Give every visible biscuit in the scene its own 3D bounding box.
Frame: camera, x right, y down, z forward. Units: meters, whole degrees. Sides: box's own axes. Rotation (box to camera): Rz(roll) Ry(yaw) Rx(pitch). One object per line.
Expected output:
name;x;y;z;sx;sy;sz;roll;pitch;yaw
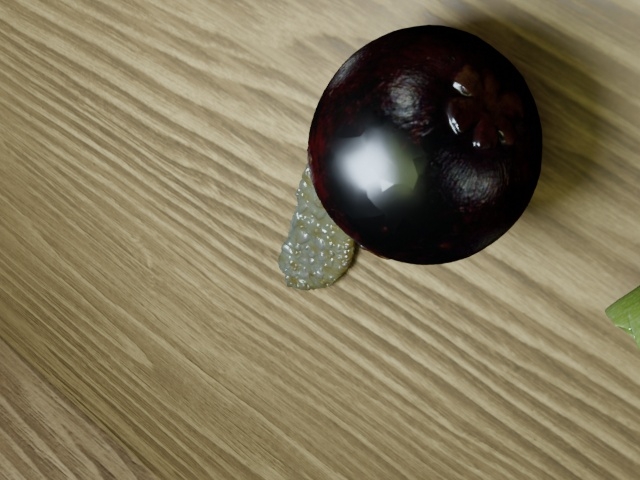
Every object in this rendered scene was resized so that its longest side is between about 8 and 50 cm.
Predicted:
biscuit;0.001;-0.001;1.104;0.141;0.038;0.289;31;131;15

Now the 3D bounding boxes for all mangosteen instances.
mangosteen;0.124;-0.115;0.804;0.306;0.307;0.347;54;160;-4

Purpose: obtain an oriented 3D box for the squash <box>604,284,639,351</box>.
squash;0.460;0.150;0.758;0.220;0.220;0.133;48;129;2
